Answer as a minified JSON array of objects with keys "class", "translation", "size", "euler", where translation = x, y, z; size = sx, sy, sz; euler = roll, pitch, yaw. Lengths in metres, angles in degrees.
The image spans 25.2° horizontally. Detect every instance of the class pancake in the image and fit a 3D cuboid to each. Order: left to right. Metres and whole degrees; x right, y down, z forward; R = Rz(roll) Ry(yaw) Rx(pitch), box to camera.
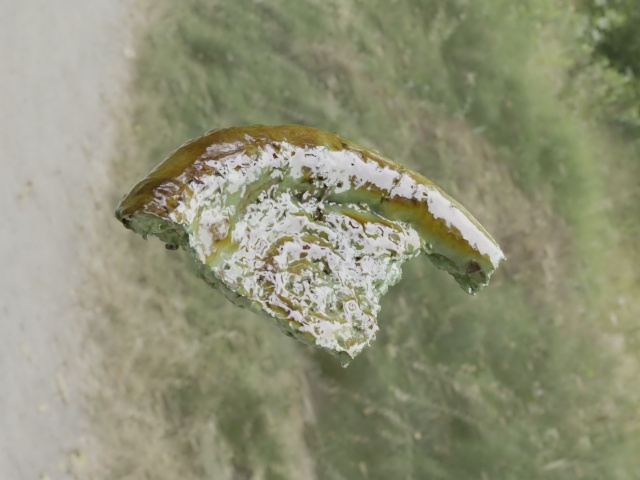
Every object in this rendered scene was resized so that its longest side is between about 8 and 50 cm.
[{"class":"pancake","translation":[0.003,-0.003,1.070],"size":[0.376,0.054,0.197],"euler":[-2,69,-42]}]
